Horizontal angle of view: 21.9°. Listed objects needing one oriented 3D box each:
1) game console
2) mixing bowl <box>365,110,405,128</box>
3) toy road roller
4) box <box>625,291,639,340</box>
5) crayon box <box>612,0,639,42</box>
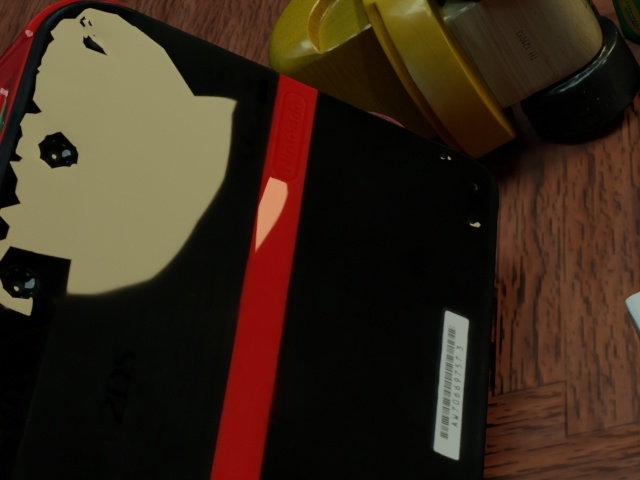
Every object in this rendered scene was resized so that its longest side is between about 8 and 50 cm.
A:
[{"bbox_3d":[-0.054,0.048,0.970,0.060,0.342,0.386,-46,27,47],"label":"game console"},{"bbox_3d":[0.000,0.000,1.193,0.181,0.098,0.181,-17,35,13],"label":"mixing bowl"},{"bbox_3d":[0.084,-0.195,1.309,0.241,0.202,0.329,-28,34,14],"label":"toy road roller"},{"bbox_3d":[0.273,0.069,0.893,0.170,0.130,0.091,-23,34,6],"label":"box"},{"bbox_3d":[0.337,-0.291,1.288,0.278,0.165,0.081,-37,35,-14],"label":"crayon box"}]
